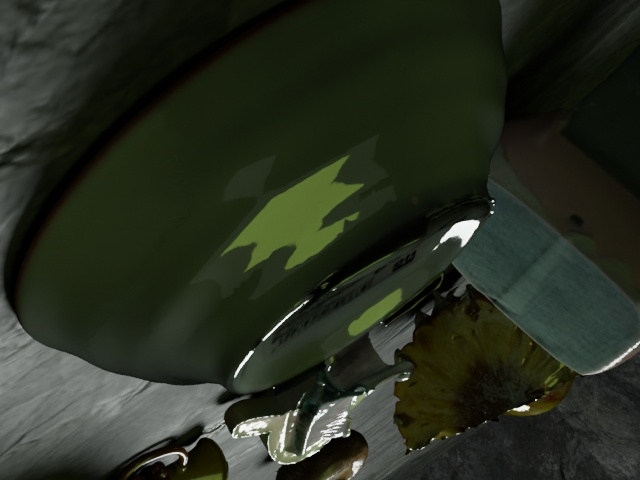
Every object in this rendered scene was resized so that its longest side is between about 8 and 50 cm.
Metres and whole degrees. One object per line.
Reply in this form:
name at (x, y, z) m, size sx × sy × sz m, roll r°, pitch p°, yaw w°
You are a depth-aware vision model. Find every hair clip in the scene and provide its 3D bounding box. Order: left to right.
hair clip at (-0.005, 0.135, 0.862) m, size 0.159 × 0.071 × 0.218 m, roll -21°, pitch 158°, yaw -25°

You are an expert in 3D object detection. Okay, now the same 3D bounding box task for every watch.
watch at (0.213, -0.062, 0.671) m, size 0.241 × 0.161 × 0.253 m, roll -45°, pitch 169°, yaw -16°

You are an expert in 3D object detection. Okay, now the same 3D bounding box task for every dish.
dish at (0.000, 0.000, 0.473) m, size 0.260 × 0.085 × 0.260 m, roll -33°, pitch 163°, yaw -11°

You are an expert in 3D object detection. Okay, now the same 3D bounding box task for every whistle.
whistle at (-0.122, 0.189, 0.828) m, size 0.109 × 0.046 × 0.057 m, roll -9°, pitch 164°, yaw -46°

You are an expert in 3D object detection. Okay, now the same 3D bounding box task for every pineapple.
pineapple at (0.143, 0.097, 0.971) m, size 0.233 × 0.135 × 0.079 m, roll -35°, pitch 175°, yaw 30°

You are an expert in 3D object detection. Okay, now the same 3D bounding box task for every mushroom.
mushroom at (0.001, 0.268, 1.223) m, size 0.126 × 0.085 × 0.109 m, roll -15°, pitch 119°, yaw -46°

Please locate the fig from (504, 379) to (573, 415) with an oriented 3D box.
fig at (0.214, 0.135, 1.177) m, size 0.186 × 0.142 × 0.148 m, roll -32°, pitch 142°, yaw -63°
